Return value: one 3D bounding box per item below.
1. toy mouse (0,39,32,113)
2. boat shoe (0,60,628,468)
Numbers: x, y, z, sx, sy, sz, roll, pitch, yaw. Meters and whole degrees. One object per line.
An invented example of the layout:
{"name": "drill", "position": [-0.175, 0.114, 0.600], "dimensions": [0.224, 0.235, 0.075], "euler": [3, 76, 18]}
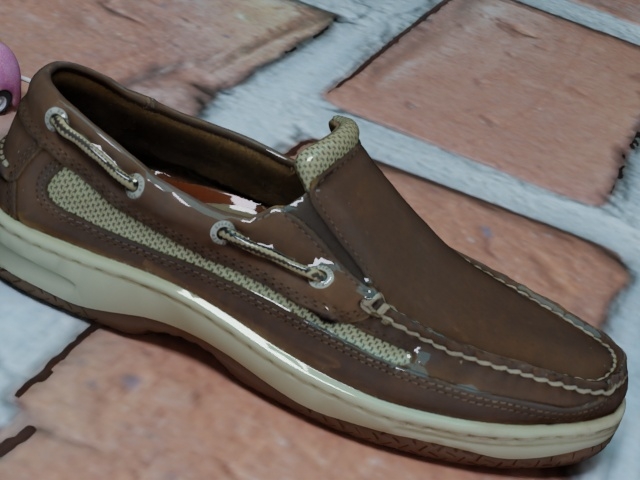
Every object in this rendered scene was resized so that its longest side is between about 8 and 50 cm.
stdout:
{"name": "toy mouse", "position": [-0.199, -0.093, 0.640], "dimensions": [0.161, 0.031, 0.143], "euler": [23, 27, 11]}
{"name": "boat shoe", "position": [-0.002, 0.003, 0.500], "dimensions": [0.257, 0.095, 0.095], "euler": [18, 26, 1]}
